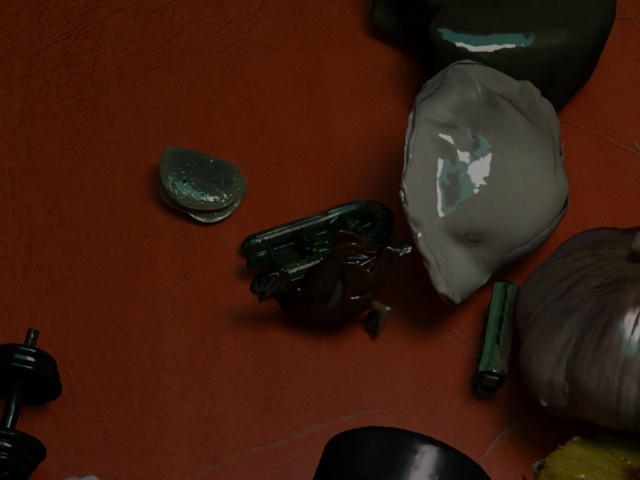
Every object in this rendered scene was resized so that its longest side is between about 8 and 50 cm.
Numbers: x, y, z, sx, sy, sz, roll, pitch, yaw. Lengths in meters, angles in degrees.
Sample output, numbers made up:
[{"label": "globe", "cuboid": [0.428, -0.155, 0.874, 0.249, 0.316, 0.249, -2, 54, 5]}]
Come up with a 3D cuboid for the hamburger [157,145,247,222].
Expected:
[{"label": "hamburger", "cuboid": [-0.158, -0.068, 1.514, 0.121, 0.054, 0.084, 14, 54, -7]}]

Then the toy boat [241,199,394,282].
[{"label": "toy boat", "cuboid": [0.000, 0.000, 1.485, 0.210, 0.052, 0.104, -20, 41, -19]}]

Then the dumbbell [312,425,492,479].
[{"label": "dumbbell", "cuboid": [0.048, 0.371, 1.155, 0.203, 0.204, 0.323, 20, 56, 6]}]

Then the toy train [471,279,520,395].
[{"label": "toy train", "cuboid": [0.218, 0.120, 1.425, 0.038, 0.071, 0.148, 14, 56, 2]}]

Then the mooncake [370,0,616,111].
[{"label": "mooncake", "cuboid": [0.250, -0.337, 1.670, 0.351, 0.187, 0.351, 2, 55, -2]}]

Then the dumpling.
[{"label": "dumpling", "cuboid": [0.207, -0.096, 1.466, 0.341, 0.260, 0.181, -36, 24, -17]}]

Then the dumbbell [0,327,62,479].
[{"label": "dumbbell", "cuboid": [-0.346, 0.192, 1.284, 0.099, 0.099, 0.209, 8, 57, -2]}]

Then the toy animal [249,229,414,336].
[{"label": "toy animal", "cuboid": [0.019, 0.043, 1.388, 0.179, 0.188, 0.089, 20, 43, -37]}]

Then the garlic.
[{"label": "garlic", "cuboid": [0.379, 0.101, 1.352, 0.321, 0.322, 0.241, -16, 97, -18]}]

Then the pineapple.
[{"label": "pineapple", "cuboid": [0.367, 0.306, 1.304, 0.334, 0.158, 0.161, -3, 18, -15]}]

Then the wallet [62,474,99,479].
[{"label": "wallet", "cuboid": [-0.309, 0.332, 1.237, 0.182, 0.032, 0.124, -19, 63, -20]}]
